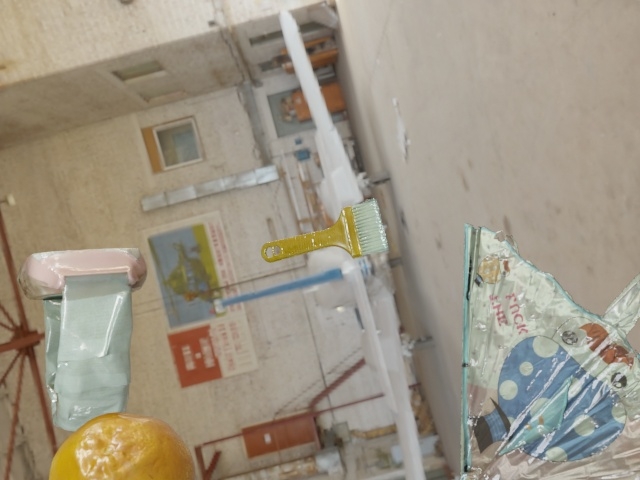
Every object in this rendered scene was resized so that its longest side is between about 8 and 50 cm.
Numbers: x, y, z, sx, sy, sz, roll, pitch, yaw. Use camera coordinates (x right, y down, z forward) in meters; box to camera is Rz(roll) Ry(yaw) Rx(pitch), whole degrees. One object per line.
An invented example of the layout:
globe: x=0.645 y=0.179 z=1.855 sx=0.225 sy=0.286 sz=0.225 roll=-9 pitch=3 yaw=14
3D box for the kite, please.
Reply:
kite: x=0.262 y=0.117 z=0.718 sx=0.406 sy=0.368 sz=0.014 roll=45 pitch=-172 yaw=38

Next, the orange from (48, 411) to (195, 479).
orange: x=-0.215 y=0.258 z=0.788 sx=0.136 sy=0.158 sz=0.159 roll=90 pitch=170 yaw=-48

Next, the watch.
watch: x=-0.330 y=0.140 z=1.017 sx=0.253 sy=0.161 sz=0.241 roll=165 pitch=102 yaw=-64

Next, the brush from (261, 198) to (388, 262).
brush: x=0.000 y=0.000 z=1.141 sx=0.010 sy=0.218 sz=0.083 roll=3 pitch=-107 yaw=-62
